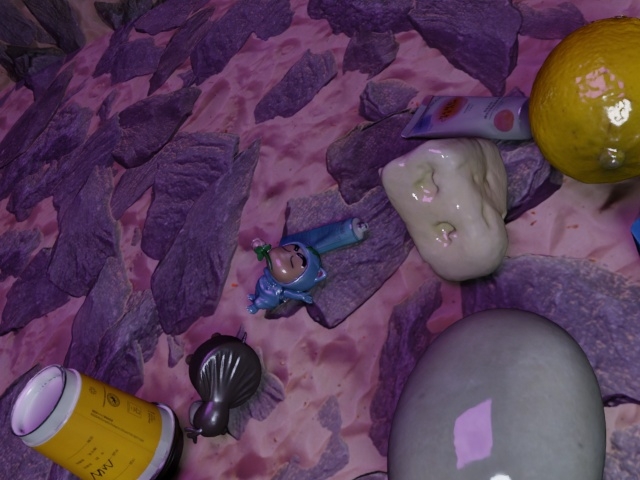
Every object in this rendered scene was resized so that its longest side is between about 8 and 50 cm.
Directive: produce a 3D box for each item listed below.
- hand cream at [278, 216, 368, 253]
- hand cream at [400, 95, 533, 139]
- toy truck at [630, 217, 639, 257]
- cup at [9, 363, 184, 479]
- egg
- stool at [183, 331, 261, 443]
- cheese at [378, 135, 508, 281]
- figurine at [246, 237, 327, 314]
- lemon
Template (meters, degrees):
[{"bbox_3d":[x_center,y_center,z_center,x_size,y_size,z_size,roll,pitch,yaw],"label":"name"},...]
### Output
[{"bbox_3d":[0.000,0.000,1.375,0.224,0.048,0.083,-16,46,32],"label":"hand cream"},{"bbox_3d":[0.314,-0.252,1.348,0.341,0.078,0.124,14,65,47],"label":"hand cream"},{"bbox_3d":[0.617,-0.026,0.879,0.368,0.146,0.175,-20,52,25],"label":"toy truck"},{"bbox_3d":[-0.393,0.341,1.184,0.197,0.280,0.196,-25,42,24],"label":"cup"},{"bbox_3d":[0.218,0.250,0.839,0.259,0.258,0.352,8,60,40],"label":"egg"},{"bbox_3d":[-0.190,0.264,1.228,0.121,0.125,0.217,8,78,60],"label":"stool"},{"bbox_3d":[0.244,-0.068,1.185,0.174,0.251,0.248,-23,7,36],"label":"cheese"},{"bbox_3d":[-0.086,0.069,1.304,0.178,0.144,0.114,-41,37,16],"label":"figurine"},{"bbox_3d":[0.469,-0.231,1.087,0.245,0.245,0.319,-9,46,30],"label":"lemon"}]
